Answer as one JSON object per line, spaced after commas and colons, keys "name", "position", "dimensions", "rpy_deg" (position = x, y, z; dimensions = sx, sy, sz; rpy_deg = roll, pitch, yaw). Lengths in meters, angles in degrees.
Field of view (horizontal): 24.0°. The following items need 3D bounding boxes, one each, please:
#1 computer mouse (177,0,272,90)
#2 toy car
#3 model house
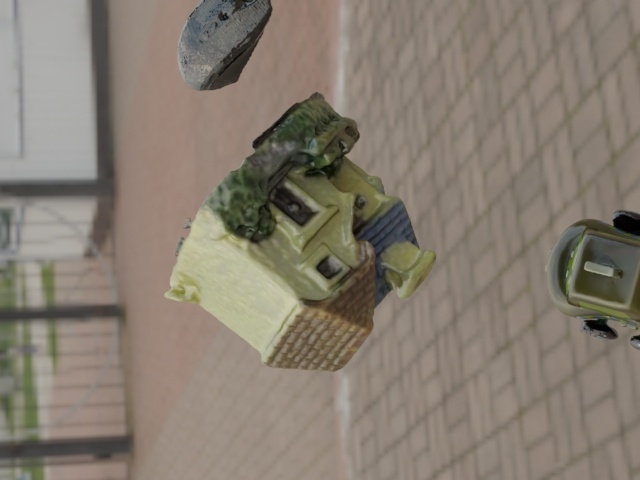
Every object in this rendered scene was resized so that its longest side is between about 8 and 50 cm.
{"name": "computer mouse", "position": [-0.103, -0.208, 1.532], "dimensions": [0.079, 0.047, 0.135], "rpy_deg": [48, 115, 13]}
{"name": "toy car", "position": [0.448, 0.052, 2.245], "dimensions": [0.247, 0.198, 0.204], "rpy_deg": [15, 90, 36]}
{"name": "model house", "position": [0.000, 0.000, 1.979], "dimensions": [0.266, 0.321, 0.261], "rpy_deg": [41, 146, 7]}
